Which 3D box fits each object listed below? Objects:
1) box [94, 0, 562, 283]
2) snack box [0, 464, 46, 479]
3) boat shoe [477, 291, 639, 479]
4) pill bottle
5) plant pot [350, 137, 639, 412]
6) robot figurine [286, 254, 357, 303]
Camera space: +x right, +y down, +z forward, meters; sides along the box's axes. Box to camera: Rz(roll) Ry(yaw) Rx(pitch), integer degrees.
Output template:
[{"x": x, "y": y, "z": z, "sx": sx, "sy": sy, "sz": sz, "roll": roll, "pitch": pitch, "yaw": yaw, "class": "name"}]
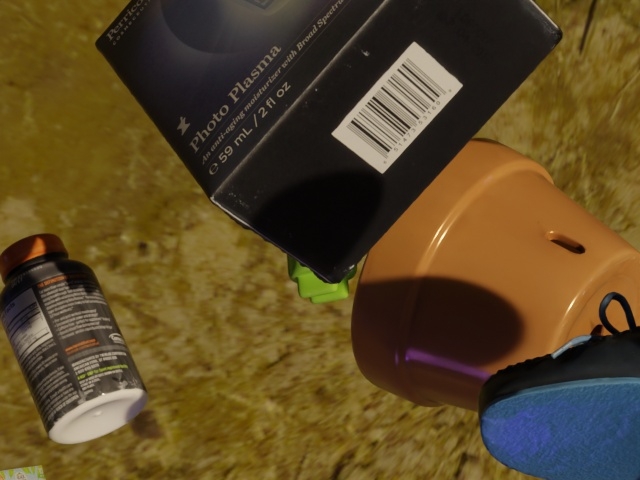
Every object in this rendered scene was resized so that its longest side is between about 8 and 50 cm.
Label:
[{"x": -0.006, "y": -0.177, "z": 1.286, "sx": 0.296, "sy": 0.183, "sz": 0.294, "roll": -48, "pitch": 42, "yaw": 7, "class": "box"}, {"x": -0.355, "y": 0.318, "z": 1.703, "sx": 0.037, "sy": 0.141, "sz": 0.100, "roll": -21, "pitch": 81, "yaw": 10, "class": "snack box"}, {"x": 0.219, "y": 0.083, "z": 0.847, "sx": 0.258, "sy": 0.089, "sz": 0.109, "roll": -4, "pitch": 130, "yaw": 2, "class": "boat shoe"}, {"x": -0.313, "y": 0.113, "z": 1.774, "sx": 0.130, "sy": 0.130, "sz": 0.245, "roll": -29, "pitch": 68, "yaw": 5, "class": "pill bottle"}, {"x": 0.201, "y": 0.062, "z": 1.497, "sx": 0.203, "sy": 0.291, "sz": 0.290, "roll": 26, "pitch": 91, "yaw": 33, "class": "plant pot"}, {"x": 0.000, "y": 0.000, "z": 1.388, "sx": 0.067, "sy": 0.101, "sz": 0.115, "roll": -13, "pitch": 68, "yaw": 25, "class": "robot figurine"}]
